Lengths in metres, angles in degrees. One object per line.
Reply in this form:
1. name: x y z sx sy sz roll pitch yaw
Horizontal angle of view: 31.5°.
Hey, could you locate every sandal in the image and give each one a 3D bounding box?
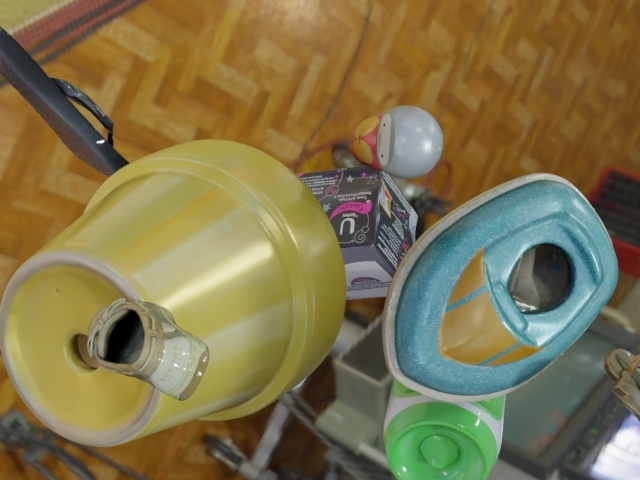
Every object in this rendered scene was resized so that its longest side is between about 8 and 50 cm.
1. sandal: -0.293 -0.161 1.304 0.054 0.097 0.254 -50 124 -16
2. sandal: 0.325 0.141 1.131 0.049 0.072 0.180 -48 174 13

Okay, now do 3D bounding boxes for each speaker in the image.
1. speaker: 0.149 0.153 1.293 0.296 0.131 0.131 -69 164 -57

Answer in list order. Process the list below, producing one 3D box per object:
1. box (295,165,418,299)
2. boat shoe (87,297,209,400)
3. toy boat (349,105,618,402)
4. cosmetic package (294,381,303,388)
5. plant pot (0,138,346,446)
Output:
1. box: 0.000 0.000 1.675 0.163 0.247 0.142 50 42 -51
2. boat shoe: -0.128 0.067 0.768 0.048 0.153 0.056 29 87 -32
3. toy boat: 0.141 0.005 1.101 0.267 0.148 0.318 -41 104 -9
4. cosmetic package: -0.121 0.148 1.878 0.117 0.231 0.085 -14 142 -55
5. plant pot: -0.138 0.057 0.981 0.239 0.254 0.254 -31 135 -59
